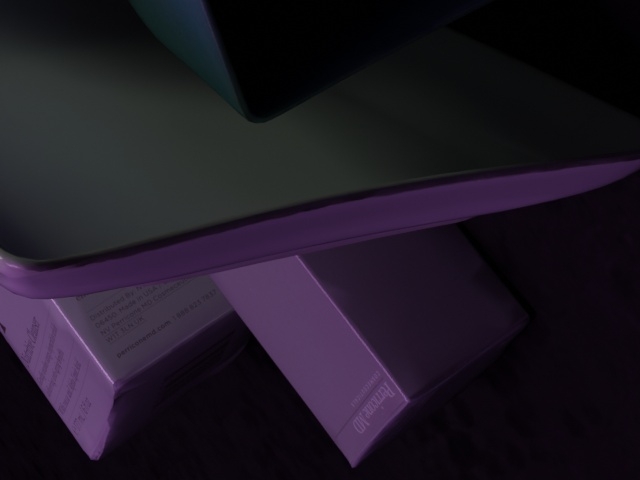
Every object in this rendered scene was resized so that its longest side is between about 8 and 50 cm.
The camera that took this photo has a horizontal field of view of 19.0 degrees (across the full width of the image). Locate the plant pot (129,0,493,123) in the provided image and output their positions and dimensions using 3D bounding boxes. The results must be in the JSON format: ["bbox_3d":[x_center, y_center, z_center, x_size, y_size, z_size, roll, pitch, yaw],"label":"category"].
[{"bbox_3d":[-0.037,-0.190,0.871,0.234,0.165,0.165,36,151,56],"label":"plant pot"}]

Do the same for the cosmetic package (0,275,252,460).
[{"bbox_3d":[-0.206,-0.058,1.378,0.385,0.156,0.217,51,159,10],"label":"cosmetic package"}]

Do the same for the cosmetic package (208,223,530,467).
[{"bbox_3d":[0.000,0.000,1.115,0.238,0.107,0.127,54,154,14],"label":"cosmetic package"}]

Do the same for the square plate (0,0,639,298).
[{"bbox_3d":[-0.074,-0.063,0.882,0.347,0.344,0.049,32,123,45],"label":"square plate"}]
